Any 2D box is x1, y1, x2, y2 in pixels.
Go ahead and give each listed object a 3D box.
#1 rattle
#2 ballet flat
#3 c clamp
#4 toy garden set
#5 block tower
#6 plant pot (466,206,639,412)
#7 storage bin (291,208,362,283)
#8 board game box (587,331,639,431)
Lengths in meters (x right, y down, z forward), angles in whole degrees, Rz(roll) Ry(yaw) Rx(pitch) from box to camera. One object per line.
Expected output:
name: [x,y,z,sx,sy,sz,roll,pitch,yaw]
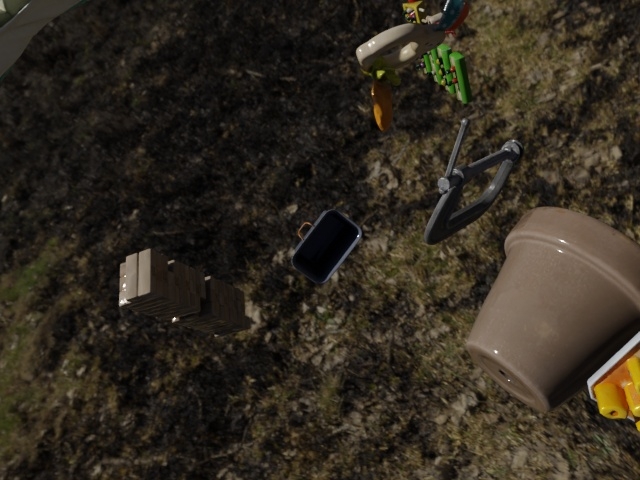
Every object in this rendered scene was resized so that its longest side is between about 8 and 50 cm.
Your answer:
rattle: [0.168,-0.293,0.913,0.200,0.130,0.142,-17,68,6]
ballet flat: [-0.476,-0.343,0.809,0.139,0.139,0.400,17,61,41]
c clamp: [0.149,-0.056,0.523,0.022,0.161,0.137,37,126,27]
toy garden set: [0.258,-0.442,1.280,0.049,0.203,0.244,-23,36,1]
block tower: [-0.273,0.118,1.151,0.091,0.335,0.097,-17,63,19]
plant pot: [0.342,0.116,0.820,0.229,0.263,0.263,-46,46,-10]
storage bin: [0.000,0.000,1.074,0.135,0.098,0.091,-53,15,4]
board game box: [0.539,0.126,0.511,0.389,0.390,0.050,-62,0,33]
